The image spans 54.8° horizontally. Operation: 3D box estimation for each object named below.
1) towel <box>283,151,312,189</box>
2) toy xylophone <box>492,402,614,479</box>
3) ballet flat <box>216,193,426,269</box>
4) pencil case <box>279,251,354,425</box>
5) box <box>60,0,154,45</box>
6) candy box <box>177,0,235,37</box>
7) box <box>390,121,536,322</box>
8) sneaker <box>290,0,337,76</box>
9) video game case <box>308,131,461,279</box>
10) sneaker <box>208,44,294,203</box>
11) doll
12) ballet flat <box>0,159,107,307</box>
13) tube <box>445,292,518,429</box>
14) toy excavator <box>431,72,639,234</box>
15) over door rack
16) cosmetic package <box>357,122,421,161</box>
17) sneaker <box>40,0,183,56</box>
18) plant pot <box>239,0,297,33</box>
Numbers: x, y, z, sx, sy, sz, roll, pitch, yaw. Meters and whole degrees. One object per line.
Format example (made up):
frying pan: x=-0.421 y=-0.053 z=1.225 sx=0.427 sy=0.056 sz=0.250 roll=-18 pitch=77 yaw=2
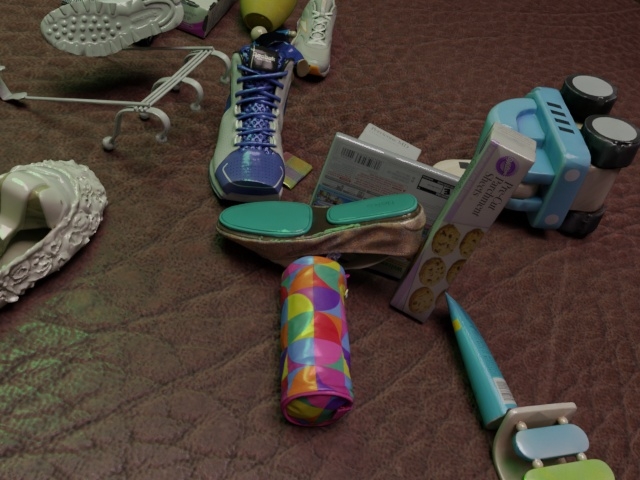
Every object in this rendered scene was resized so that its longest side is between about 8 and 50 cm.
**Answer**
towel: x=-0.056 y=-0.127 z=1.109 sx=0.060 sy=0.009 sz=0.083 roll=32 pitch=46 yaw=7
toy xylophone: x=0.297 y=0.362 z=0.750 sx=0.236 sy=0.081 sz=0.323 roll=-7 pitch=52 yaw=-27
ballet flat: x=0.000 y=0.000 z=0.928 sx=0.315 sy=0.106 sz=0.108 roll=-2 pitch=33 yaw=11
pencil case: x=-0.003 y=0.127 z=0.834 sx=0.104 sy=0.104 sz=0.237 roll=12 pitch=47 yaw=-12
box: x=-0.390 y=-0.512 z=1.235 sx=0.184 sy=0.045 sz=0.191 roll=24 pitch=81 yaw=-3
candy box: x=-0.283 y=-0.554 z=1.369 sx=0.159 sy=0.071 sz=0.234 roll=22 pitch=44 yaw=-1
box: x=0.195 y=-0.013 z=0.885 sx=0.067 sy=0.324 sz=0.063 roll=27 pitch=39 yaw=2
sneaker: x=-0.011 y=-0.471 z=1.369 sx=0.099 sy=0.121 sz=0.263 roll=12 pitch=47 yaw=-13
video game case: x=0.091 y=-0.045 z=0.966 sx=0.212 sy=0.194 sz=0.023 roll=19 pitch=27 yaw=-5
sneaker: x=-0.116 y=-0.220 z=1.043 sx=0.127 sy=0.182 sz=0.316 roll=5 pitch=46 yaw=-8
doll: x=-0.101 y=-0.404 z=1.312 sx=0.129 sy=0.046 sz=0.189 roll=-29 pitch=54 yaw=-8
ballet flat: x=-0.398 y=-0.003 z=0.766 sx=0.146 sy=0.147 sz=0.409 roll=25 pitch=44 yaw=2
tube: x=0.233 y=0.173 z=0.917 sx=0.052 sy=0.080 sz=0.207 roll=-25 pitch=51 yaw=13
toy excavator: x=0.352 y=-0.132 z=1.172 sx=0.444 sy=0.223 sz=0.433 roll=4 pitch=45 yaw=-2
over door rack: x=-0.348 y=-0.269 z=1.067 sx=0.323 sy=0.108 sz=0.240 roll=16 pitch=43 yaw=12
cosmetic package: x=0.086 y=-0.103 z=1.095 sx=0.117 sy=0.086 sz=0.231 roll=27 pitch=46 yaw=3
sneaker: x=-0.354 y=-0.371 z=1.051 sx=0.234 sy=0.090 sz=0.094 roll=-19 pitch=29 yaw=-24
plant pot: x=-0.127 y=-0.520 z=1.378 sx=0.134 sy=0.134 sz=0.095 roll=17 pitch=69 yaw=-7
